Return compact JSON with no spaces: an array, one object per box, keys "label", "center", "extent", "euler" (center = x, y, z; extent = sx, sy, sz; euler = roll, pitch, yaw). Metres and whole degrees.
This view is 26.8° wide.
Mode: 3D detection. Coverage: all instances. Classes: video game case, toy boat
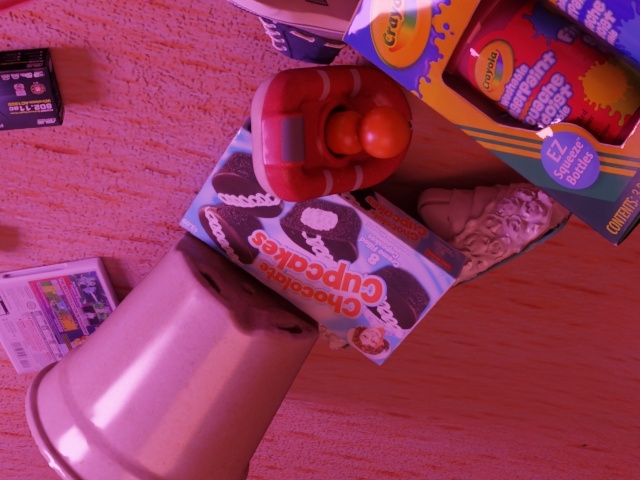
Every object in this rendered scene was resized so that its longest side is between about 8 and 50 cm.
[{"label":"video game case","center":[-0.371,0.109,1.897],"extent":[0.183,0.023,0.201],"euler":[-9,136,5]},{"label":"toy boat","center":[0.037,-0.124,1.537],"extent":[0.151,0.231,0.151],"euler":[5,102,37]}]

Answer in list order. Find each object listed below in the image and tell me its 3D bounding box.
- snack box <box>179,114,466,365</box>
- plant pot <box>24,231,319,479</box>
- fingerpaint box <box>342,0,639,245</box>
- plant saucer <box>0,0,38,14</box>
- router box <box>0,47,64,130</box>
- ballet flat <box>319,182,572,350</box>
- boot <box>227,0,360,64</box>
[{"label":"snack box","center":[0.000,0.000,1.693],"extent":[0.322,0.060,0.187],"euler":[35,128,-2]},{"label":"plant pot","center":[-0.171,0.166,1.777],"extent":[0.334,0.334,0.305],"euler":[24,113,-27]},{"label":"fingerpaint box","center":[0.273,-0.278,1.299],"extent":[0.371,0.163,0.445],"euler":[39,133,12]},{"label":"plant saucer","center":[-0.329,-0.364,1.357],"extent":[0.259,0.048,0.258],"euler":[-17,125,12]},{"label":"router box","center":[-0.371,-0.175,1.583],"extent":[0.122,0.038,0.092],"euler":[-5,138,0]},{"label":"ballet flat","center":[0.132,0.013,1.767],"extent":[0.409,0.147,0.147],"euler":[-31,131,26]},{"label":"boot","center":[-0.042,-0.245,1.502],"extent":[0.190,0.069,0.086],"euler":[11,139,-31]}]
